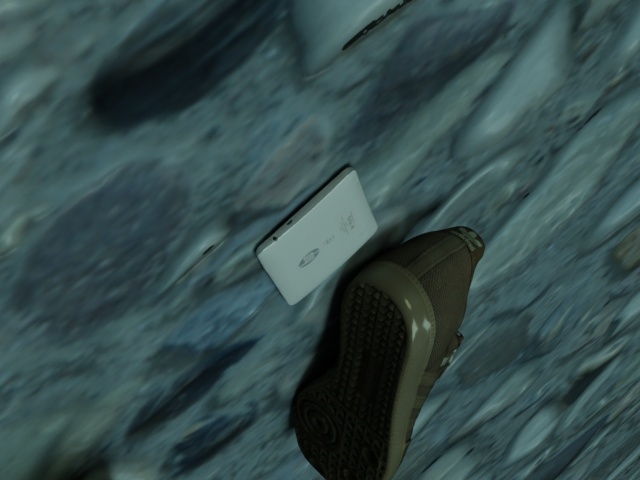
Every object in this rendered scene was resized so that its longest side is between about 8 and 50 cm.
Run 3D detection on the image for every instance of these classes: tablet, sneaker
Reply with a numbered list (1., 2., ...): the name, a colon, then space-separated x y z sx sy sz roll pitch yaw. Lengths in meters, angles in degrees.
1. tablet: 0.000 0.000 0.752 0.054 0.006 0.083 -42 161 -5
2. sneaker: 0.041 0.065 0.881 0.071 0.066 0.188 -33 159 -31
